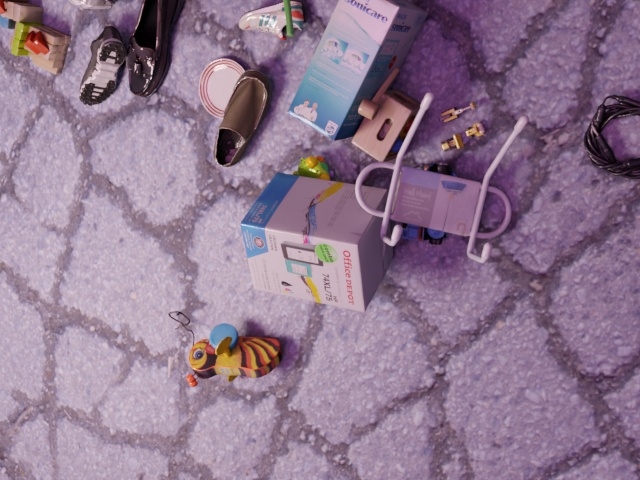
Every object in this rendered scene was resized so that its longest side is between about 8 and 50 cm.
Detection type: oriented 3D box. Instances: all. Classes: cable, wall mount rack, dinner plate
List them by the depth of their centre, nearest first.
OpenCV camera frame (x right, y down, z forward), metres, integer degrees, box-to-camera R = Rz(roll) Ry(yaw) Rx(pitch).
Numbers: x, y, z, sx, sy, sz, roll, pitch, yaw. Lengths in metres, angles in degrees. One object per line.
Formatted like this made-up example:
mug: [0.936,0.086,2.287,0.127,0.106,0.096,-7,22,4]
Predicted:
cable: [0.611,-0.192,1.613,0.184,0.047,0.151,26,110,16]
wall mount rack: [0.260,-0.123,1.658,0.350,0.130,0.304,11,96,-15]
dinner plate: [-0.225,-0.358,1.959,0.141,0.017,0.141,5,102,22]

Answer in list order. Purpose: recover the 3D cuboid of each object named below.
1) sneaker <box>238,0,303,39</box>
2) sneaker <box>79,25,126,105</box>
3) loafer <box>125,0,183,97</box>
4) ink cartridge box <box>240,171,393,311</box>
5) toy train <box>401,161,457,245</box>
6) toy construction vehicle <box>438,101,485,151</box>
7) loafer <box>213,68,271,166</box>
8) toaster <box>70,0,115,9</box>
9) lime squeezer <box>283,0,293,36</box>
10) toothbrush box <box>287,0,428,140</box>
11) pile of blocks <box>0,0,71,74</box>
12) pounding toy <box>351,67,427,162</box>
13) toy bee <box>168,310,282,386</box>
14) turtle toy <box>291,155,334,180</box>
sneaker: [-0.110,-0.484,1.860,0.161,0.057,0.075,-11,91,22]
sneaker: [-0.541,-0.436,2.052,0.234,0.078,0.106,-50,43,42]
loafer: [-0.413,-0.487,1.970,0.109,0.095,0.303,27,110,17]
ink cartridge box: [0.000,0.000,1.804,0.270,0.197,0.198,10,133,21]
toy train: [0.233,-0.081,1.786,0.105,0.080,0.184,9,105,28]
toy construction vehicle: [0.291,-0.239,1.749,0.098,0.035,0.086,-17,94,26]
loafer: [-0.182,-0.271,1.908,0.094,0.087,0.251,20,115,-5]
toaster: [-0.571,-0.656,1.987,0.227,0.129,0.146,36,115,12]
lime squeezer: [-0.120,-0.581,1.820,0.110,0.059,0.310,-40,65,-1]
toothbrush box: [0.080,-0.370,1.715,0.126,0.216,0.296,31,110,14]
pile of blocks: [-0.797,-0.571,2.111,0.149,0.112,0.362,-43,82,25]
pounding toy: [0.150,-0.256,1.712,0.094,0.206,0.181,35,112,13]
toy bee: [-0.251,0.294,2.029,0.298,0.162,0.195,1,146,32]
turtle toy: [-0.002,-0.137,1.881,0.130,0.066,0.095,54,139,2]
